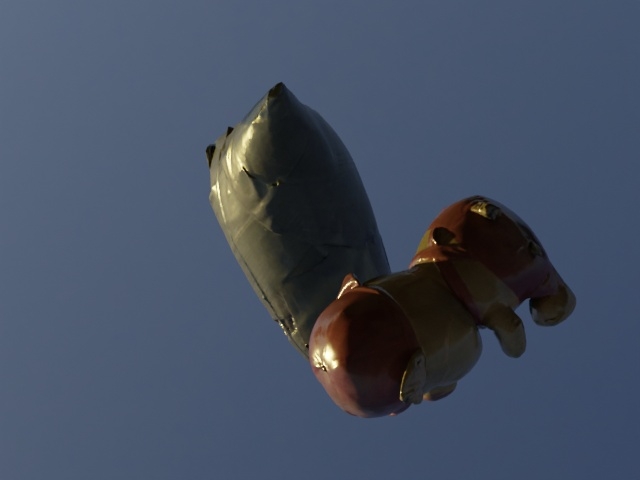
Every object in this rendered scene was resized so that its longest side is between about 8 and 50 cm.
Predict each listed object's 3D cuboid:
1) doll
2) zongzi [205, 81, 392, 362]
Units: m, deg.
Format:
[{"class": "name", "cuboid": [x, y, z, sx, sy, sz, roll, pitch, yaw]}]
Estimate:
[{"class": "doll", "cuboid": [0.103, 0.074, 1.613, 0.256, 0.152, 0.196, -35, -177, -19]}, {"class": "zongzi", "cuboid": [0.000, 0.000, 1.960, 0.174, 0.356, 0.393, -28, 180, -10]}]
